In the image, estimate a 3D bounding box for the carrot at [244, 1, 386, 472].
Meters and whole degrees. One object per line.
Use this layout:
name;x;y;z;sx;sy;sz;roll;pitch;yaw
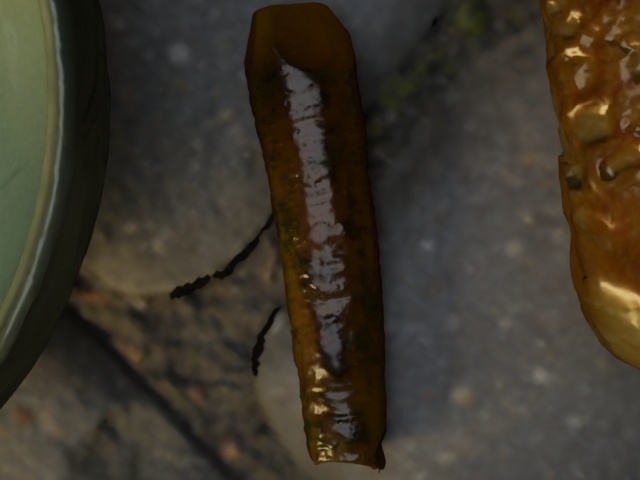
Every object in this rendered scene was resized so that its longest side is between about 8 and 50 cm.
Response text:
carrot;0.000;0.000;0.697;0.042;0.042;0.170;-6;89;9

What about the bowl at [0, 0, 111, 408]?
bowl;-0.211;-0.045;0.668;0.307;0.163;0.307;0;89;9

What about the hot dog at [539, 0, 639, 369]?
hot dog;0.154;-0.086;0.626;0.153;0.150;0.256;-6;87;19
